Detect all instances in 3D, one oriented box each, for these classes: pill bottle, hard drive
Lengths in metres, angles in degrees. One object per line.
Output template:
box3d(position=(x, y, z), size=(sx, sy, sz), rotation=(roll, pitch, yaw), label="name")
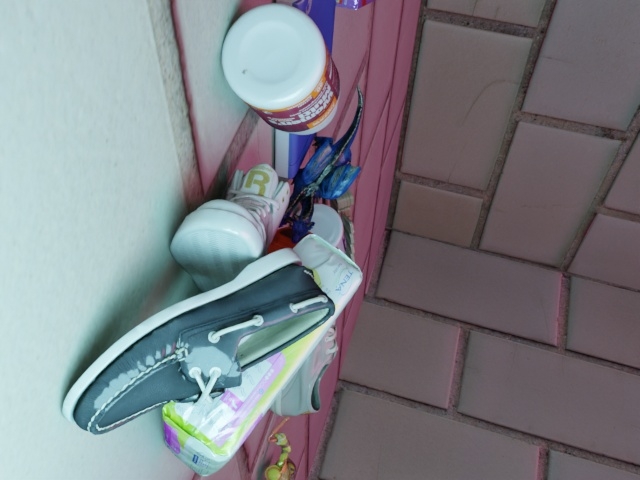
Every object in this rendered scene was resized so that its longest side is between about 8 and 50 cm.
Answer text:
box3d(position=(0.000, 0.000, 1.509), size=(0.193, 0.108, 0.108), rotation=(72, 33, -74), label="pill bottle")
box3d(position=(-0.023, -0.284, 1.133), size=(0.319, 0.040, 0.210), rotation=(95, 13, -48), label="hard drive")
box3d(position=(-0.039, -0.203, 0.902), size=(0.221, 0.121, 0.121), rotation=(18, 87, -81), label="pill bottle")

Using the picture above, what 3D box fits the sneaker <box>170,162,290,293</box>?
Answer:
box3d(position=(-0.102, -0.033, 0.874), size=(0.292, 0.108, 0.169), rotation=(109, -3, -72), label="sneaker")

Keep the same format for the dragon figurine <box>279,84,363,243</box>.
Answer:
box3d(position=(0.011, -0.123, 1.234), size=(0.289, 0.085, 0.144), rotation=(-50, -164, 10), label="dragon figurine")

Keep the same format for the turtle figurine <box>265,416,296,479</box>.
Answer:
box3d(position=(-0.107, 0.602, 1.865), size=(0.217, 0.087, 0.270), rotation=(80, 26, -70), label="turtle figurine")

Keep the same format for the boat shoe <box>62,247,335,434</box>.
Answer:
box3d(position=(-0.106, 0.108, 0.717), size=(0.302, 0.091, 0.114), rotation=(-34, 160, -33), label="boat shoe")

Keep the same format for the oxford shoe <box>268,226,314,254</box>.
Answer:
box3d(position=(-0.079, 0.129, 1.180), size=(0.364, 0.129, 0.133), rotation=(-62, 171, -52), label="oxford shoe")

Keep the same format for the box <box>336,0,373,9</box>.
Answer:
box3d(position=(0.088, -0.554, 1.342), size=(0.293, 0.057, 0.201), rotation=(-58, 160, -63), label="box")

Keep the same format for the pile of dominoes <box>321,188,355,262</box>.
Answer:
box3d(position=(0.055, -0.015, 1.636), size=(0.251, 0.040, 0.196), rotation=(84, -16, -45), label="pile of dominoes")

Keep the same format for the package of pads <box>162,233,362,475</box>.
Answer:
box3d(position=(-0.079, 0.150, 0.916), size=(0.297, 0.101, 0.229), rotation=(-51, 175, -25), label="package of pads")

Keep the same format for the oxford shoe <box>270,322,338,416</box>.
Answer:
box3d(position=(-0.014, 0.209, 1.698), size=(0.169, 0.130, 0.450), rotation=(-9, 111, -76), label="oxford shoe")
